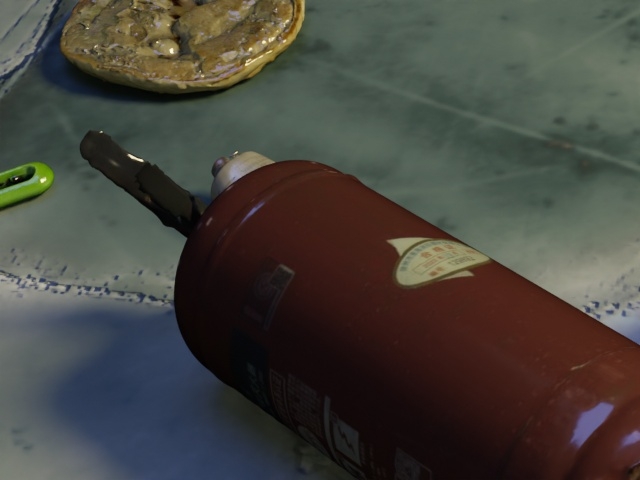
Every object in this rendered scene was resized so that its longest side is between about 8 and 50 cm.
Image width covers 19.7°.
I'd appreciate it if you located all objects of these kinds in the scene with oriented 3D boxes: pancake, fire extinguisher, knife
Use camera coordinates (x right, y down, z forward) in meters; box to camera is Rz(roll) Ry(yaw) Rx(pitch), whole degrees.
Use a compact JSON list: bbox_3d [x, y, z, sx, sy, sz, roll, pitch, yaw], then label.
[{"bbox_3d":[-0.085,-0.137,1.139,0.158,0.028,0.158,-7,40,6],"label":"pancake"},{"bbox_3d":[0.028,0.043,0.805,0.337,0.135,0.114,31,82,41],"label":"fire extinguisher"},{"bbox_3d":[-0.244,0.002,1.005,0.212,0.015,0.054,-21,40,-14],"label":"knife"}]

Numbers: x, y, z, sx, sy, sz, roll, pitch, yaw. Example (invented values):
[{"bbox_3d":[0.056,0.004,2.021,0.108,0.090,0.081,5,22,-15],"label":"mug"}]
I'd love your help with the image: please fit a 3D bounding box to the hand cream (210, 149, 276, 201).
[{"bbox_3d":[0.000,0.000,0.952,0.057,0.037,0.165,-33,51,-28],"label":"hand cream"}]
